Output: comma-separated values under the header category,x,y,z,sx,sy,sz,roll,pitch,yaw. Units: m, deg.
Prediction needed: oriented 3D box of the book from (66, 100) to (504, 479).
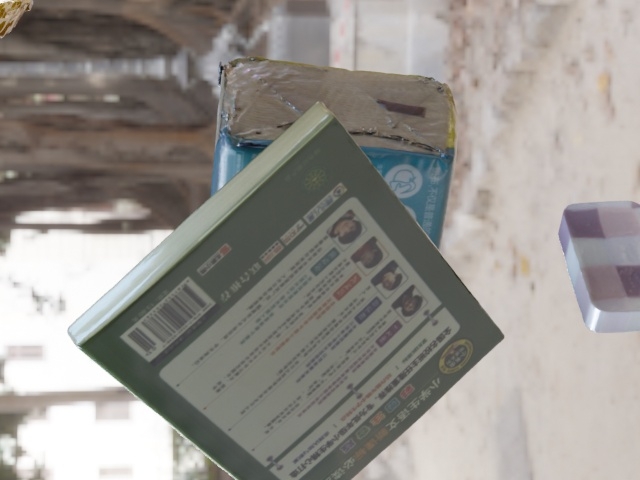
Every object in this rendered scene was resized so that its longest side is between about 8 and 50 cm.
category,x,y,z,sx,sy,sz,roll,pitch,yaw
book,-0.009,0.059,0.924,0.027,0.202,0.264,46,178,45

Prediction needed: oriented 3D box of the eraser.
category,x,y,z,sx,sy,sz,roll,pitch,yaw
eraser,0.209,0.018,1.027,0.026,0.065,0.105,92,171,-47

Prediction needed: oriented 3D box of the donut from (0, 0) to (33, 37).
category,x,y,z,sx,sy,sz,roll,pitch,yaw
donut,-0.259,-0.318,0.803,0.435,0.163,0.377,60,-148,-3

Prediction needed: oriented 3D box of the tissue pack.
category,x,y,z,sx,sy,sz,roll,pitch,yaw
tissue pack,0.000,0.000,1.184,0.134,0.192,0.271,-91,9,-55
